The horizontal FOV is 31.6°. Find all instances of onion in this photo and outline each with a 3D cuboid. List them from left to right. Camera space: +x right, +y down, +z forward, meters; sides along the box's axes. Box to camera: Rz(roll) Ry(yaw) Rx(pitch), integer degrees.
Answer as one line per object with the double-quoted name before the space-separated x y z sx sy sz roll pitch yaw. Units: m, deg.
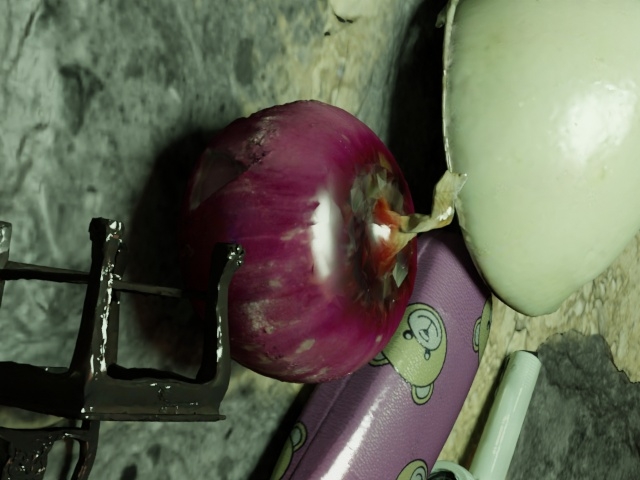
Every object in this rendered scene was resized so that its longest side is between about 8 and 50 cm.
"onion" -0.009 0.001 0.705 0.177 0.153 0.177 -23 125 -38

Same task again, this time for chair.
"chair" -0.127 0.106 0.602 0.106 0.113 0.229 12 84 -51

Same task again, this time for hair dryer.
"hair dryer" 0.158 0.189 1.028 0.236 0.073 0.131 -61 137 -30

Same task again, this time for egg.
"egg" 0.211 -0.082 0.926 0.264 0.174 0.286 -2 88 -62

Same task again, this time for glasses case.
"glasses case" 0.051 0.128 0.863 0.316 0.076 0.123 -57 136 -32
